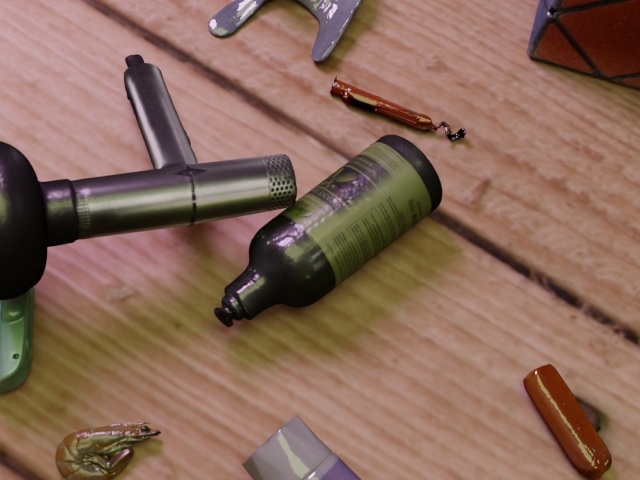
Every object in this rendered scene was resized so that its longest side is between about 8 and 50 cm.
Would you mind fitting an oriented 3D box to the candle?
[{"bbox_3d":[0.090,-0.150,1.352,0.167,0.021,0.026,22,47,4],"label":"candle"}]

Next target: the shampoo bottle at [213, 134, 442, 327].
[{"bbox_3d":[0.000,0.000,1.238,0.284,0.101,0.101,-38,76,-18],"label":"shampoo bottle"}]

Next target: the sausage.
[{"bbox_3d":[0.263,0.194,1.222,0.041,0.039,0.131,-24,74,-22],"label":"sausage"}]

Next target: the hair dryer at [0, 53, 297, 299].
[{"bbox_3d":[-0.225,-0.075,1.228,0.320,0.155,0.284,-14,30,-26],"label":"hair dryer"}]

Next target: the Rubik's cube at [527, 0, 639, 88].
[{"bbox_3d":[0.382,-0.320,1.353,0.207,0.205,0.205,15,68,2],"label":"Rubik's cube"}]

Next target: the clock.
[{"bbox_3d":[-0.391,0.085,1.184,0.188,0.060,0.148,-3,68,-7],"label":"clock"}]

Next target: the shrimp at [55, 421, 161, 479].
[{"bbox_3d":[-0.215,0.218,1.172,0.108,0.023,0.059,-7,78,-9],"label":"shrimp"}]

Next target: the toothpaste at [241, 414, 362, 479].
[{"bbox_3d":[0.070,0.335,1.129,0.125,0.080,0.371,-40,82,-19],"label":"toothpaste"}]

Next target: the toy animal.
[{"bbox_3d":[-0.030,-0.339,1.389,0.255,0.176,0.239,-46,73,15],"label":"toy animal"}]
